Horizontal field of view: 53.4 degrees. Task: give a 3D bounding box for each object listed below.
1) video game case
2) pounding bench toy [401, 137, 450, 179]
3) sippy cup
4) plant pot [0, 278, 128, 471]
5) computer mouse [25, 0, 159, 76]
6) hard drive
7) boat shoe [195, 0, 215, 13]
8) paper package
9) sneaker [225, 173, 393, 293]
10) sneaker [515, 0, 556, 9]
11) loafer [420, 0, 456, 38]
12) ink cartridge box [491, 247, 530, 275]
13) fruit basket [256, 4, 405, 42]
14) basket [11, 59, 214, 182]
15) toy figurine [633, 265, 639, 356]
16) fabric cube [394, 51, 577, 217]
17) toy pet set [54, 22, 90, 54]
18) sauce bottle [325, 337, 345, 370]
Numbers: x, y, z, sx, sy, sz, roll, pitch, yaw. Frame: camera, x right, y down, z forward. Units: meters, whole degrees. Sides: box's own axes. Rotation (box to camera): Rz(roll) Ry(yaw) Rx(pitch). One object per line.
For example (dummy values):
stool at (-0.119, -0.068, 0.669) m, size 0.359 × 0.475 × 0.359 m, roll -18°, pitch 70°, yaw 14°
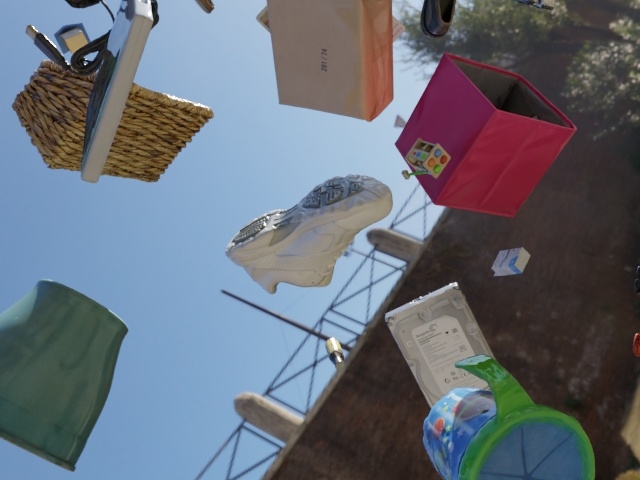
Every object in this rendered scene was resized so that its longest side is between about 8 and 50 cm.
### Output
video game case at (-0.252, -0.206, 0.778) m, size 0.023 × 0.193 × 0.212 m, roll 14°, pitch -59°, yaw -26°
pounding bench toy at (0.207, -0.151, 1.267) m, size 0.052 × 0.065 × 0.083 m, roll 37°, pitch -94°, yaw -39°
sippy cup at (0.292, 0.359, 1.074) m, size 0.306 × 0.240 × 0.224 m, roll -69°, pitch 18°, yaw -1°
plant pot at (-0.476, 0.218, 1.099) m, size 0.255 × 0.271 × 0.272 m, roll -63°, pitch -22°, yaw -26°
computer mouse at (-0.369, -0.369, 0.907) m, size 0.184 × 0.262 × 0.060 m, roll -37°, pitch 18°, yaw 17°
hard drive at (0.364, 0.318, 1.836) m, size 0.339 × 0.237 × 0.064 m, roll 63°, pitch -169°, yaw -5°
boat shoe at (-0.293, -0.637, 1.517) m, size 0.183 × 0.066 × 0.066 m, roll 63°, pitch -167°, yaw -17°
paper package at (0.029, -0.516, 1.703) m, size 0.168 × 0.309 × 0.325 m, roll -44°, pitch -40°, yaw -43°
sneaker at (0.000, 0.000, 0.792) m, size 0.115 × 0.232 × 0.090 m, roll 54°, pitch -147°, yaw -23°
sneaker at (0.308, -0.427, 0.943) m, size 0.275 × 0.107 × 0.110 m, roll -76°, pitch 5°, yaw -46°
loafer at (0.286, -0.600, 1.441) m, size 0.084 × 0.096 × 0.268 m, roll -161°, pitch 75°, yaw -76°
ink cartridge box at (0.391, 0.045, 1.327) m, size 0.048 × 0.028 × 0.083 m, roll -57°, pitch 18°, yaw -23°
fruit basket at (0.038, -0.656, 1.909) m, size 0.327 × 0.353 × 0.165 m, roll -49°, pitch 3°, yaw -11°
basket at (-0.399, -0.269, 1.236) m, size 0.223 × 0.213 × 0.299 m, roll -43°, pitch -21°, yaw 22°
toy figurine at (0.674, 0.115, 1.169) m, size 0.209 × 0.148 × 0.213 m, roll -31°, pitch -61°, yaw -48°
fabric cube at (0.375, -0.241, 1.487) m, size 0.259 × 0.254 × 0.258 m, roll 6°, pitch -51°, yaw -29°
toy pet set at (-0.499, -0.376, 1.304) m, size 0.122 × 0.065 × 0.114 m, roll -31°, pitch -45°, yaw -17°
sauce bottle at (0.041, 0.303, 1.689) m, size 0.128 × 0.042 × 0.042 m, roll -123°, pitch 48°, yaw -72°
